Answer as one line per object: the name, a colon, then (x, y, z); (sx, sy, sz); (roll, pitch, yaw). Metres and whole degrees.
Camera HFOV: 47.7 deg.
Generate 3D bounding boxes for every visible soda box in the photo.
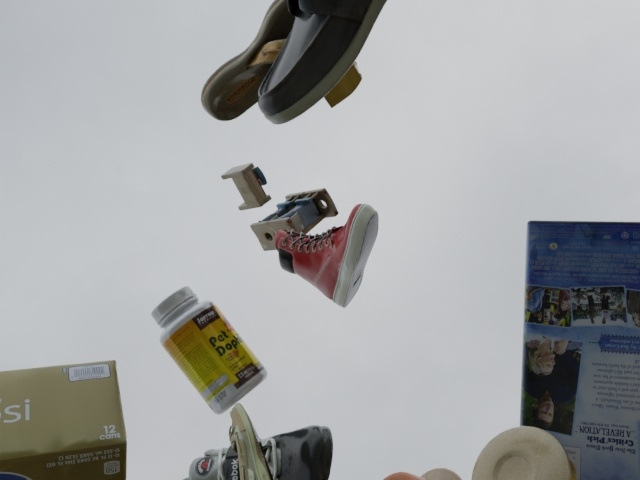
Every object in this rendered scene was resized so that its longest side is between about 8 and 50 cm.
soda box: (-0.184, 0.104, 0.331); (0.181, 0.058, 0.061); (-3, -55, -20)

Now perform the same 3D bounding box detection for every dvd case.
dvd case: (0.273, 0.106, 0.645); (0.022, 0.180, 0.252); (40, -126, -67)

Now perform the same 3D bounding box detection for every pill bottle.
pill bottle: (-0.198, 0.187, 1.260); (0.117, 0.117, 0.215); (-38, -96, -16)

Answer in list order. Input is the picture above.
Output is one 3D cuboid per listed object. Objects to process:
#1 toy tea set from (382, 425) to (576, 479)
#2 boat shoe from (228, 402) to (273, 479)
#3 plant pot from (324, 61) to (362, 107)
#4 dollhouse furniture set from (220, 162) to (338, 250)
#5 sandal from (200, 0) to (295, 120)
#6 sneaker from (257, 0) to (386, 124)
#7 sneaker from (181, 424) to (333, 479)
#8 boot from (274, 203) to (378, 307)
toy tea set: (0.179, 0.272, 0.557); (0.200, 0.336, 0.124); (-48, -58, 2)
boat shoe: (-0.099, 0.284, 0.952); (0.048, 0.153, 0.056); (-22, -38, -6)
plant pot: (0.032, -0.327, 1.417); (0.083, 0.081, 0.081); (-25, -33, 14)
dollhouse furniture set: (-0.080, -0.092, 1.473); (0.129, 0.129, 0.183); (-43, -67, -36)
sandal: (-0.039, -0.169, 0.680); (0.180, 0.049, 0.072); (-40, -36, 19)
sneaker: (-0.012, -0.208, 0.565); (0.118, 0.083, 0.222); (32, -91, -28)
sneaker: (-0.109, 0.350, 1.051); (0.146, 0.122, 0.330); (24, -45, -24)
boot: (0.000, 0.000, 1.269); (0.088, 0.176, 0.244); (-49, -16, -38)
